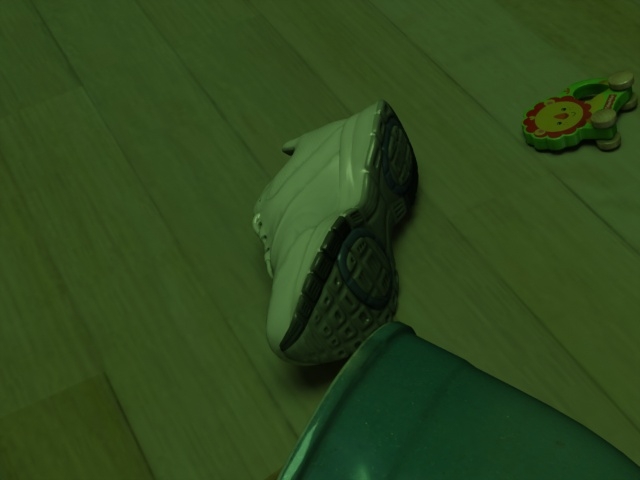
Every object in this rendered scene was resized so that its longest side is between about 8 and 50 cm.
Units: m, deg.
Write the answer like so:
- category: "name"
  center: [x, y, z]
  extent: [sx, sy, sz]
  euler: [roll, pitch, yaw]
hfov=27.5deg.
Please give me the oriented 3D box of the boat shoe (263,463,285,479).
- category: "boat shoe"
  center: [-0.019, 0.200, 0.909]
  extent: [0.207, 0.073, 0.073]
  euler: [-27, 44, -6]

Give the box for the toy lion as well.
- category: "toy lion"
  center: [0.241, -0.120, 1.236]
  extent: [0.096, 0.034, 0.100]
  euler: [4, 43, 30]

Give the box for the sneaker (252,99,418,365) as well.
- category: "sneaker"
  center: [0.000, 0.000, 1.125]
  extent: [0.129, 0.111, 0.297]
  euler: [-12, 34, 25]

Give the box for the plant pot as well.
- category: "plant pot"
  center: [0.105, 0.219, 0.724]
  extent: [0.255, 0.272, 0.272]
  euler: [23, 50, 16]
